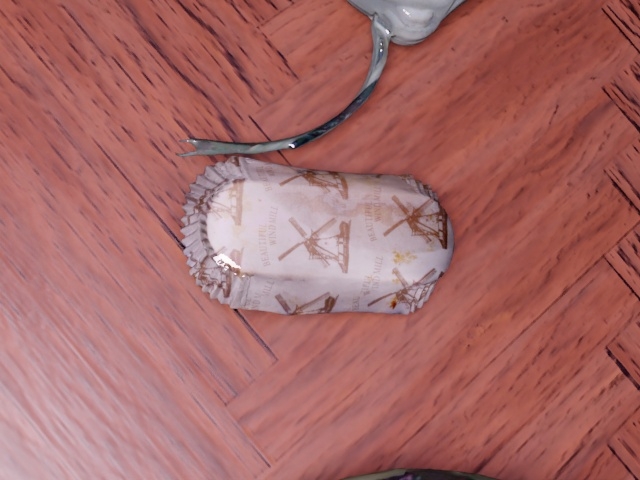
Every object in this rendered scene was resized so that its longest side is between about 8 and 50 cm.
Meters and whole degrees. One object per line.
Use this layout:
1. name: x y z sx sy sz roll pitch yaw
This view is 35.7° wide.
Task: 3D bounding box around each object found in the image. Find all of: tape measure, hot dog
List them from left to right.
1. hot dog: 0.000 0.000 0.682 0.191 0.059 0.108 4 78 -16
2. tape measure: 0.008 -0.179 0.727 0.330 0.084 0.164 -36 87 -9

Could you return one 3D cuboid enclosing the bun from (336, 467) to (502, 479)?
1. bun: 0.069 0.283 0.557 0.293 0.187 0.293 -2 40 2
